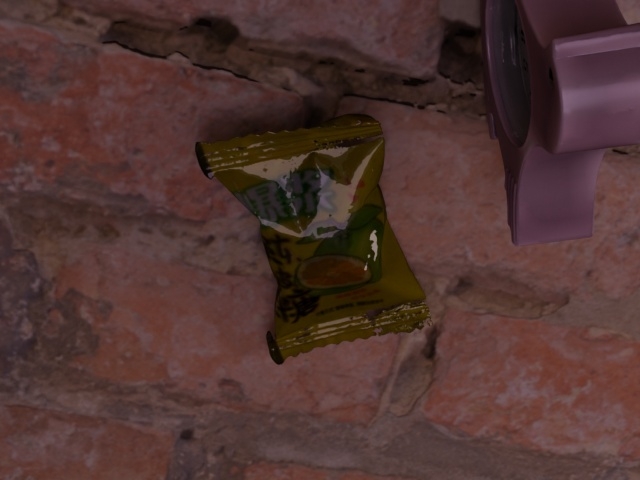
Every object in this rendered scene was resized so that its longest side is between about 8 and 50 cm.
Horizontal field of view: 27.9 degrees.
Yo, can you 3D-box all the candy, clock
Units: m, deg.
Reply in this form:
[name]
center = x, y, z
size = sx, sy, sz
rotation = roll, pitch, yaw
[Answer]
[candy]
center = 0.000, 0.000, 1.310
size = 0.187, 0.081, 0.297
rotation = -13, 130, 3
[clock]
center = 0.210, -0.113, 1.151
size = 0.080, 0.275, 0.290
rotation = -10, 123, -3
